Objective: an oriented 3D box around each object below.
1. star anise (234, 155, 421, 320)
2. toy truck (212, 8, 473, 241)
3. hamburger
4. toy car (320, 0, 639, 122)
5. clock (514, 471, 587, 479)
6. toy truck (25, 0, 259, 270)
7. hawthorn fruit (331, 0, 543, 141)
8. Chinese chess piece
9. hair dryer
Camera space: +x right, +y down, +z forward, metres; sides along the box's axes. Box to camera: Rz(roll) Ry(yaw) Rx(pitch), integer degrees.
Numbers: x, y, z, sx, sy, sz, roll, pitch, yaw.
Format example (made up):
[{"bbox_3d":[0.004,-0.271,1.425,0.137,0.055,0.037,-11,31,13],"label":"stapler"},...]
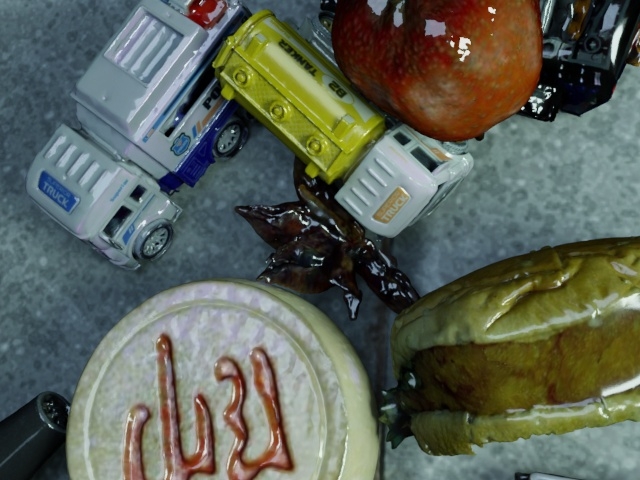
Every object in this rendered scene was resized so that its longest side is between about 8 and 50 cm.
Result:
[{"bbox_3d":[-0.002,0.002,0.753,0.157,0.053,0.212,-10,66,-29],"label":"star anise"},{"bbox_3d":[0.016,-0.103,0.738,0.227,0.114,0.098,43,130,5],"label":"toy truck"},{"bbox_3d":[0.183,0.075,0.627,0.309,0.211,0.132,-14,76,10],"label":"hamburger"},{"bbox_3d":[0.146,-0.217,0.773,0.301,0.118,0.193,21,100,16],"label":"toy car"},{"bbox_3d":[0.214,0.285,0.587,0.187,0.083,0.253,6,45,17],"label":"clock"},{"bbox_3d":[-0.164,-0.114,0.809,0.124,0.155,0.268,35,87,21],"label":"toy truck"},{"bbox_3d":[0.101,-0.147,0.665,0.157,0.194,0.157,-19,46,20],"label":"hawthorn fruit"},{"bbox_3d":[-0.083,0.166,0.729,0.270,0.112,0.269,-4,74,14],"label":"Chinese chess piece"},{"bbox_3d":[-0.260,0.292,0.764,0.235,0.091,0.271,-39,81,14],"label":"hair dryer"}]
